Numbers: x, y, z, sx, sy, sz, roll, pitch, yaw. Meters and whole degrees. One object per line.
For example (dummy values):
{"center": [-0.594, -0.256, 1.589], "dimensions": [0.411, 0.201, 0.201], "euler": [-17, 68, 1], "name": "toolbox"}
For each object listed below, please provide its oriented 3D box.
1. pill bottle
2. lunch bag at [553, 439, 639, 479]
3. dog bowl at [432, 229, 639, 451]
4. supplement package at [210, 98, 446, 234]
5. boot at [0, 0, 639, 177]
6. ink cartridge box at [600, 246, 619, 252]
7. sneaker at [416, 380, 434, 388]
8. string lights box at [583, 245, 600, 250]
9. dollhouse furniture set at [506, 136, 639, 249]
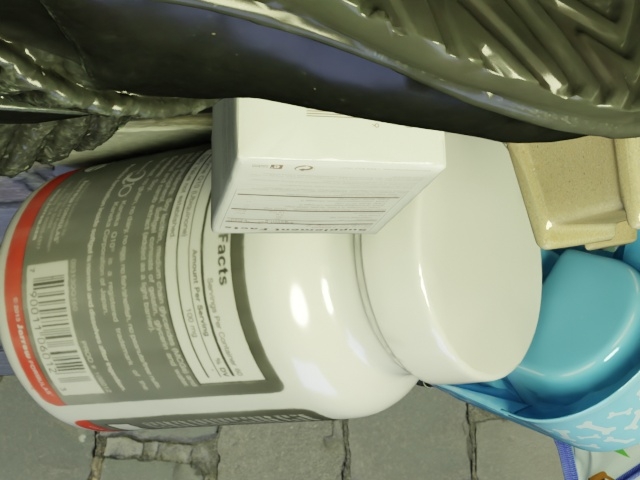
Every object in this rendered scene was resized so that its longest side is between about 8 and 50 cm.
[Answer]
{"center": [-0.041, 0.028, 0.986], "dimensions": [0.363, 0.210, 0.210], "euler": [-8, 168, 34], "name": "pill bottle"}
{"center": [0.461, 0.112, 1.400], "dimensions": [0.328, 0.238, 0.385], "euler": [8, 143, -36], "name": "lunch bag"}
{"center": [0.159, 0.059, 0.995], "dimensions": [0.074, 0.166, 0.297], "euler": [41, 166, -31], "name": "dog bowl"}
{"center": [-0.002, -0.070, 0.742], "dimensions": [0.105, 0.105, 0.179], "euler": [1, 170, -9], "name": "supplement package"}
{"center": [-0.040, -0.089, 0.541], "dimensions": [0.348, 0.131, 0.260], "euler": [13, 159, -16], "name": "boot"}
{"center": [0.335, 0.014, 1.054], "dimensions": [0.235, 0.171, 0.056], "euler": [-1, -162, 7], "name": "ink cartridge box"}
{"center": [0.119, 0.082, 1.310], "dimensions": [0.147, 0.129, 0.330], "euler": [-39, 152, 11], "name": "sneaker"}
{"center": [0.250, 0.043, 1.198], "dimensions": [0.260, 0.076, 0.133], "euler": [35, 151, -31], "name": "string lights box"}
{"center": [0.227, -0.080, 0.753], "dimensions": [0.259, 0.135, 0.262], "euler": [-8, 175, -33], "name": "dollhouse furniture set"}
